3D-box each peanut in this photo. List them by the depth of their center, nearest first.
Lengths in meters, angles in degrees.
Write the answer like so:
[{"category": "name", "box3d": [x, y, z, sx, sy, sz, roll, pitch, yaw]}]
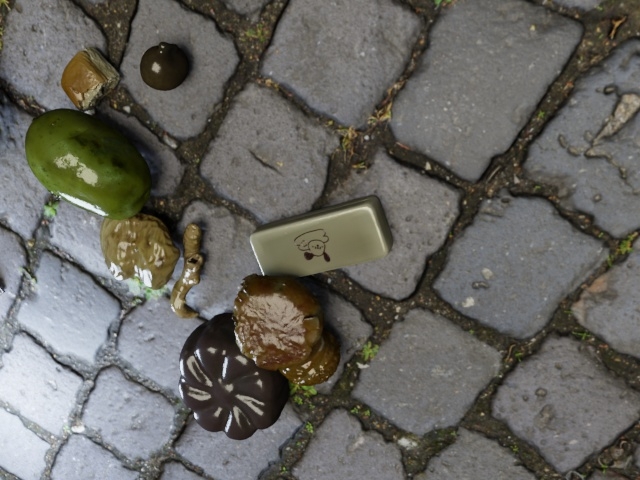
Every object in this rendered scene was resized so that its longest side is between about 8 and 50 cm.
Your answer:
[{"category": "peanut", "box3d": [-0.441, 0.019, 1.715, 0.233, 0.110, 0.197, 18, 112, 17]}]

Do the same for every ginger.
[{"category": "ginger", "box3d": [-0.321, 0.082, 1.728, 0.089, 0.075, 0.288, 38, 127, 43]}]

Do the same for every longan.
[{"category": "longan", "box3d": [-0.337, -0.382, 1.525, 0.106, 0.106, 0.119, 31, 138, 5]}]

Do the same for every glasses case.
[{"category": "glasses case", "box3d": [0.000, 0.000, 1.582, 0.312, 0.070, 0.131, -13, 106, 24]}]

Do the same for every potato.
[{"category": "potato", "box3d": [-0.533, -0.177, 1.624, 0.304, 0.216, 0.216, 24, 117, 1]}]

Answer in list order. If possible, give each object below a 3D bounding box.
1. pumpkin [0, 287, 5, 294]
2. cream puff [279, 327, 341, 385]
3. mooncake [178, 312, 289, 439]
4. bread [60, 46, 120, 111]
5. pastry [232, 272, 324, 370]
[{"category": "pumpkin", "box3d": [-0.939, 0.133, 1.987, 0.101, 0.035, 0.073, -19, 115, 21]}, {"category": "cream puff", "box3d": [-0.024, 0.276, 1.666, 0.150, 0.165, 0.115, -44, 130, -8]}, {"category": "mooncake", "box3d": [-0.216, 0.341, 1.753, 0.306, 0.154, 0.306, 6, 114, 14]}, {"category": "bread", "box3d": [-0.536, -0.366, 1.614, 0.106, 0.082, 0.125, 45, 121, -9]}, {"category": "pastry", "box3d": [-0.104, 0.177, 1.587, 0.218, 0.100, 0.229, -36, 95, 18]}]
